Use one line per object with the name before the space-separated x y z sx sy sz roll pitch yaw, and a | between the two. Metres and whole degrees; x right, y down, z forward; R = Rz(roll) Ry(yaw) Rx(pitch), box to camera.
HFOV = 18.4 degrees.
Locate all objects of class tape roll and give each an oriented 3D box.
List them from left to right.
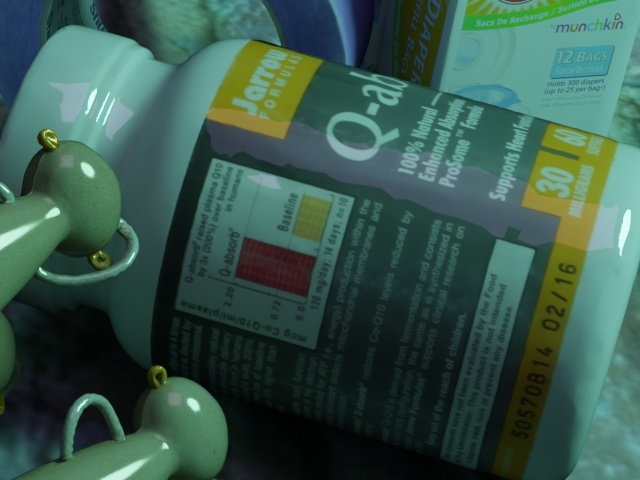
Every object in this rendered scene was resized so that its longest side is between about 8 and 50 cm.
tape roll | -0.071 -0.113 1.015 0.189 0.189 0.080 14 35 4

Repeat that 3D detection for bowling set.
bowling set | -0.182 0.010 0.814 0.200 0.287 0.154 5 31 45

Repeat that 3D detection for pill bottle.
pill bottle | 0.000 0.000 0.898 0.278 0.162 0.162 16 35 6

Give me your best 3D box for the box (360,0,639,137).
box | 0.091 -0.108 1.042 0.114 0.203 0.103 -4 37 -22
